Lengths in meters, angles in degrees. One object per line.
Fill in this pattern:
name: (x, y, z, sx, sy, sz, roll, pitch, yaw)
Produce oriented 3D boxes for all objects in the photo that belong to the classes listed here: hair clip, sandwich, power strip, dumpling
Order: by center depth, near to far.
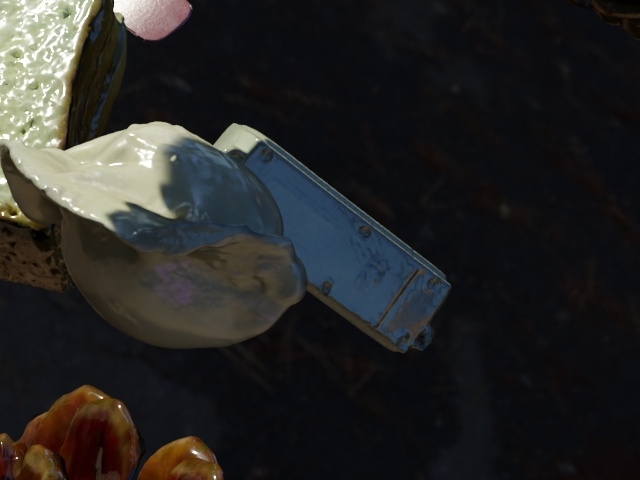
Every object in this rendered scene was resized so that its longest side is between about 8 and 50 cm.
dumpling: (-0.089, -0.009, 0.853, 0.134, 0.100, 0.169, 23, 18, -26)
sandwich: (-0.283, -0.094, 1.304, 0.273, 0.095, 0.249, 4, 60, 10)
power strip: (0.000, 0.000, 1.445, 0.272, 0.078, 0.052, 36, -2, -37)
hair clip: (-0.160, -0.194, 1.475, 0.054, 0.022, 0.137, -43, 47, -20)

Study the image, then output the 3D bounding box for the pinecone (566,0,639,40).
pinecone: (0.189, -0.220, 0.970, 0.221, 0.221, 0.221, 26, 37, -21)

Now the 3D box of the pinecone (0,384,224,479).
pinecone: (-0.208, 0.255, 1.090, 0.398, 0.397, 0.397, 26, 37, -21)
